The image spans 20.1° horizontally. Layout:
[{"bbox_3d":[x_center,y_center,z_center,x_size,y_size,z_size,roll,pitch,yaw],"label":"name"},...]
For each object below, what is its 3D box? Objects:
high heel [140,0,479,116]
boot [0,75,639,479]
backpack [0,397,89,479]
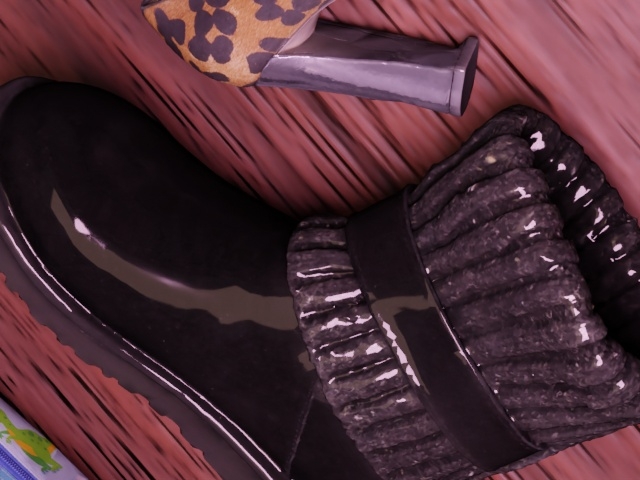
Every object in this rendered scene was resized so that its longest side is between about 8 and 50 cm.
[{"bbox_3d":[-0.006,-0.190,0.912,0.186,0.093,0.261,11,121,13],"label":"high heel"},{"bbox_3d":[0.002,-0.002,0.943,0.348,0.131,0.260,44,130,-11],"label":"boot"},{"bbox_3d":[-0.287,0.188,1.108,0.290,0.273,0.355,-43,76,36],"label":"backpack"}]
